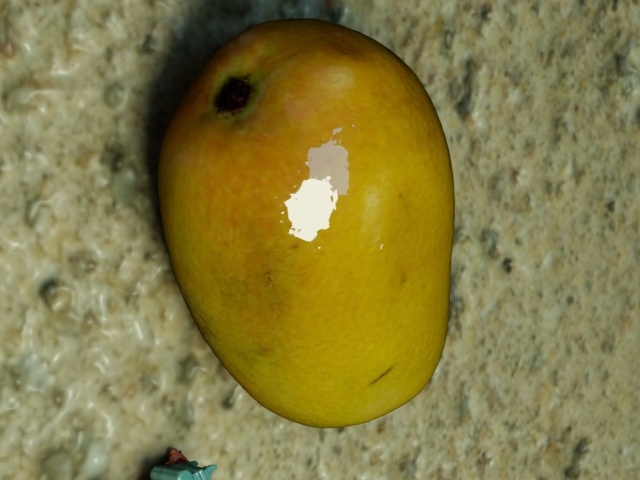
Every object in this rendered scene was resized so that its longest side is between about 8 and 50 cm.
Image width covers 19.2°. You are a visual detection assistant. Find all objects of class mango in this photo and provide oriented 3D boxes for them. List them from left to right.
[{"bbox_3d":[0.000,0.000,1.299,0.211,0.173,0.317,-42,130,-31],"label":"mango"}]

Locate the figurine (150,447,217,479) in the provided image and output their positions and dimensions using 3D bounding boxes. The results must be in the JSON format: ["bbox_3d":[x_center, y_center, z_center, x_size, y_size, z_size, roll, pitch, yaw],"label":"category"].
[{"bbox_3d":[-0.127,0.199,1.284,0.140,0.075,0.068,-29,113,-32],"label":"figurine"}]
